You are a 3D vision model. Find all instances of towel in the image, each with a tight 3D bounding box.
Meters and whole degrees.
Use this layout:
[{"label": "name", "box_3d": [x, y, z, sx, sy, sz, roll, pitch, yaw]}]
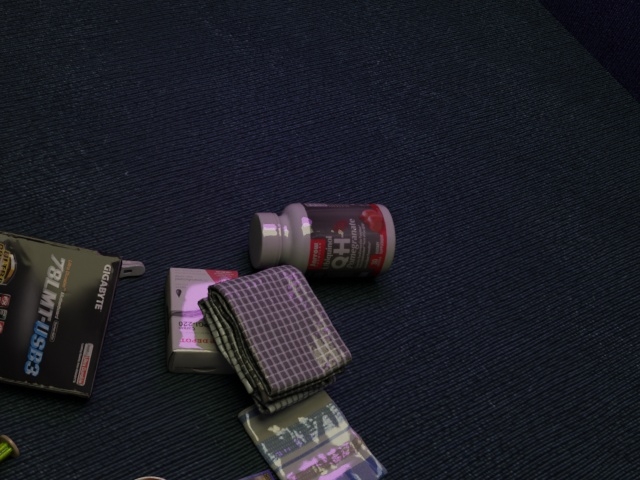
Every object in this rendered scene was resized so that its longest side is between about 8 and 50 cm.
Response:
[{"label": "towel", "box_3d": [-0.016, 0.422, 1.946, 0.209, 0.034, 0.285, -24, 63, -32]}, {"label": "towel", "box_3d": [-0.089, 0.195, 1.952, 0.235, 0.121, 0.283, -14, 66, -44]}]

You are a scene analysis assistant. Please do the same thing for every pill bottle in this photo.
[{"label": "pill bottle", "box_3d": [0.000, 0.000, 2.200, 0.318, 0.176, 0.176, 0, 53, -19]}]

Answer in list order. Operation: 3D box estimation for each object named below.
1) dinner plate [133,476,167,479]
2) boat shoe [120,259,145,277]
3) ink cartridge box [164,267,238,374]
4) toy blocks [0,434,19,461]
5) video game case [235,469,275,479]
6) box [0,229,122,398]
[{"label": "dinner plate", "box_3d": [-0.322, 0.515, 1.777, 0.141, 0.017, 0.141, 9, 49, -11]}, {"label": "boat shoe", "box_3d": [-0.443, 0.060, 2.099, 0.100, 0.035, 0.035, -4, 27, -17]}, {"label": "ink cartridge box", "box_3d": [-0.253, 0.173, 2.030, 0.158, 0.092, 0.218, 3, 53, -16]}, {"label": "toy blocks", "box_3d": [-0.653, 0.402, 1.732, 0.123, 0.054, 0.148, 39, 51, 14]}, {"label": "video game case", "box_3d": [-0.131, 0.574, 1.720, 0.244, 0.061, 0.269, -6, 52, -45]}, {"label": "box", "box_3d": [-0.570, 0.145, 1.876, 0.293, 0.073, 0.295, 13, 79, -8]}]
